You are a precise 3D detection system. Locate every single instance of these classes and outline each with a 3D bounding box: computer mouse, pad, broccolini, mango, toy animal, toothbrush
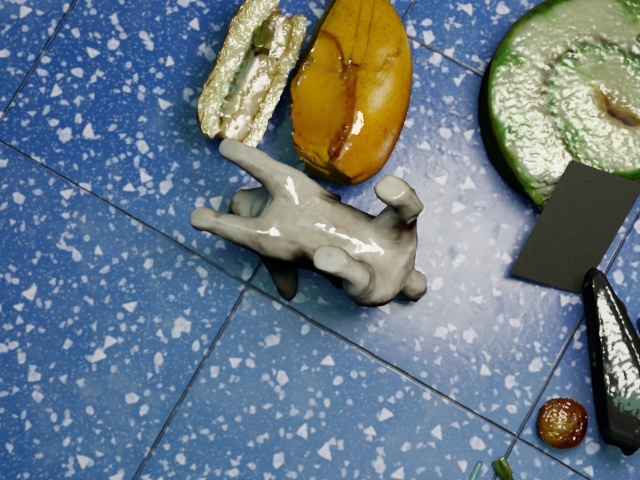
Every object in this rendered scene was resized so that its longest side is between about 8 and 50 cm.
[{"bbox_3d":[0.465,0.184,1.653,0.087,0.168,0.295,-7,81,7],"label":"computer mouse"},{"bbox_3d":[0.405,-0.017,1.691,0.143,0.003,0.211,17,114,-18],"label":"pad"},{"bbox_3d":[0.331,0.468,1.697,0.057,0.071,0.254,-34,74,38],"label":"broccolini"},{"bbox_3d":[0.043,-0.257,1.715,0.199,0.201,0.350,24,71,-39],"label":"mango"},{"bbox_3d":[0.000,0.000,1.664,0.344,0.302,0.194,21,78,27],"label":"toy animal"},{"bbox_3d":[0.221,0.429,1.704,0.011,0.014,0.167,25,83,12],"label":"toothbrush"}]

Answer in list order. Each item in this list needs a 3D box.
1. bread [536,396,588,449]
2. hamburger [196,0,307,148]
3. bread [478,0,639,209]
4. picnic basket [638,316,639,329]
[{"bbox_3d":[0.387,0.291,1.701,0.085,0.053,0.085,0,83,0],"label":"bread"},{"bbox_3d":[-0.120,-0.276,1.731,0.124,0.131,0.262,26,88,-17],"label":"hamburger"},{"bbox_3d":[0.441,-0.216,1.726,0.366,0.129,0.381,30,85,3],"label":"bread"},{"bbox_3d":[0.668,0.191,1.626,0.313,0.228,0.175,-2,81,0],"label":"picnic basket"}]
